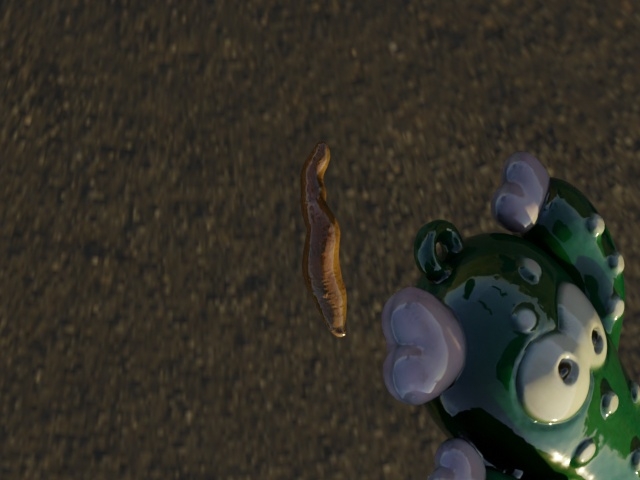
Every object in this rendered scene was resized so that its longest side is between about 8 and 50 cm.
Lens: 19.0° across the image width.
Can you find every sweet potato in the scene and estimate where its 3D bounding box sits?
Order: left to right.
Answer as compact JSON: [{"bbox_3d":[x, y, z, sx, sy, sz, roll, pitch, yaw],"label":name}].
[{"bbox_3d":[0.001,0.001,1.737,0.044,0.044,0.179,-8,94,0],"label":"sweet potato"}]

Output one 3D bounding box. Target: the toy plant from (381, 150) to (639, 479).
[{"bbox_3d":[0.126,0.079,1.204,0.112,0.232,0.243,-9,106,42],"label":"toy plant"}]
